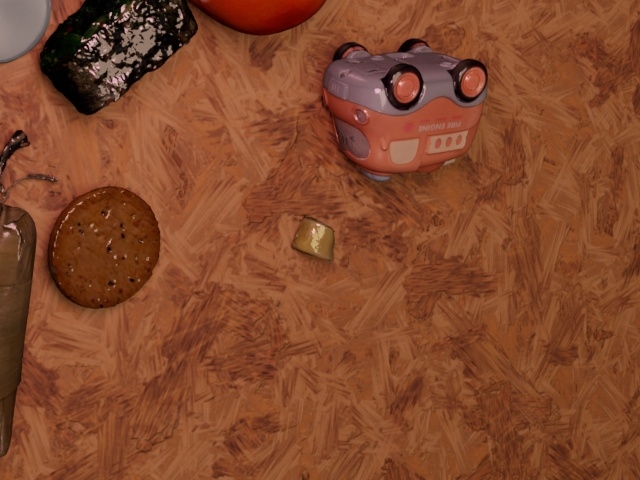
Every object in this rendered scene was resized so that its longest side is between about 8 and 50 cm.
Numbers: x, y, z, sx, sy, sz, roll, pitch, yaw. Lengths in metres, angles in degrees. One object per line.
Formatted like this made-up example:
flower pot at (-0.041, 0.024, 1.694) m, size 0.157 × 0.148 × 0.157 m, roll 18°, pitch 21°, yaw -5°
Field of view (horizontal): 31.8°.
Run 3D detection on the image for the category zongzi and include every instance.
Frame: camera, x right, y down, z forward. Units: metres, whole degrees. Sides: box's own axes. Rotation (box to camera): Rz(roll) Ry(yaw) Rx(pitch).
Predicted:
zongzi at (-0.556, 0.054, 1.483) m, size 0.418 × 0.181 × 0.447 m, roll 8°, pitch 95°, yaw -31°

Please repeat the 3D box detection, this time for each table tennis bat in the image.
table tennis bat at (-0.468, -0.287, 1.532) m, size 0.149 × 0.038 × 0.237 m, roll 40°, pitch 76°, yaw -32°

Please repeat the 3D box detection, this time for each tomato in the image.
tomato at (-0.106, -0.393, 1.595) m, size 0.260 × 0.260 × 0.180 m, roll 28°, pitch 91°, yaw -32°

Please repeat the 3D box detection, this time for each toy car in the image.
toy car at (0.135, -0.204, 1.826) m, size 0.270 × 0.180 × 0.212 m, roll -9°, pitch 115°, yaw -29°

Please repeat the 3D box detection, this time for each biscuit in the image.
biscuit at (-0.322, 0.012, 1.676) m, size 0.188 × 0.027 × 0.188 m, roll -14°, pitch 112°, yaw -39°

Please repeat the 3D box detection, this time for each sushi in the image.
sushi at (-0.288, -0.286, 1.584) m, size 0.225 × 0.124 × 0.127 m, roll -41°, pitch 118°, yaw -10°

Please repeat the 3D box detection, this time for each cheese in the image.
cheese at (0.001, 0.001, 1.865) m, size 0.084 × 0.041 × 0.060 m, roll 23°, pitch 87°, yaw -31°
